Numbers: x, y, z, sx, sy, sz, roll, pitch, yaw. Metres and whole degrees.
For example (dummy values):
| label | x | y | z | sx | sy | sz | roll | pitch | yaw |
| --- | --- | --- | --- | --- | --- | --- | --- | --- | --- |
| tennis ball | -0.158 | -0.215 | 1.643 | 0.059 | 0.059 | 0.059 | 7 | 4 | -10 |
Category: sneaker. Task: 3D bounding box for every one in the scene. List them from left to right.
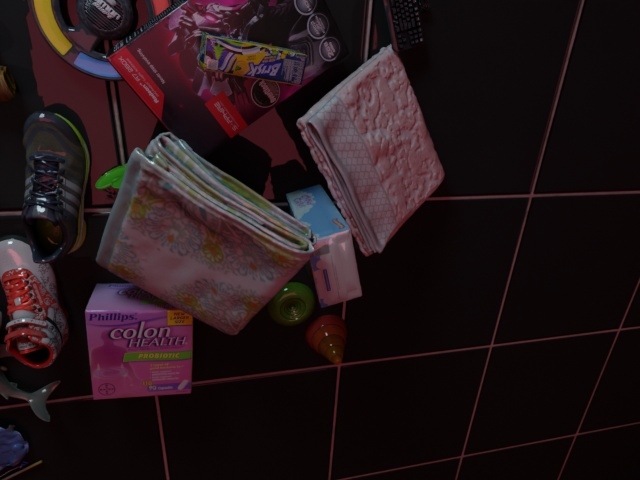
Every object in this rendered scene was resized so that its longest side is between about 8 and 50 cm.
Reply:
| label | x | y | z | sx | sy | sz | roll | pitch | yaw |
| --- | --- | --- | --- | --- | --- | --- | --- | --- | --- |
| sneaker | -0.596 | 0.131 | 0.879 | 0.090 | 0.145 | 0.269 | -12 | 117 | -9 |
| sneaker | -0.504 | -0.090 | 0.813 | 0.111 | 0.121 | 0.299 | 1 | 114 | -16 |

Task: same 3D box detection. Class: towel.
| label | x | y | z | sx | sy | sz | roll | pitch | yaw |
| --- | --- | --- | --- | --- | --- | --- | --- | --- | --- |
| towel | -0.222 | 0.020 | 0.786 | 0.321 | 0.090 | 0.374 | 35 | 133 | -10 |
| towel | 0.128 | -0.184 | 0.892 | 0.317 | 0.054 | 0.331 | -47 | 123 | -30 |

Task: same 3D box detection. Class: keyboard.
| label | x | y | z | sx | sy | sz | roll | pitch | yaw |
| --- | --- | --- | --- | --- | --- | --- | --- | --- | --- |
| keyboard | 0.171 | -0.478 | 0.851 | 0.108 | 0.023 | 0.180 | -26 | 114 | -22 |

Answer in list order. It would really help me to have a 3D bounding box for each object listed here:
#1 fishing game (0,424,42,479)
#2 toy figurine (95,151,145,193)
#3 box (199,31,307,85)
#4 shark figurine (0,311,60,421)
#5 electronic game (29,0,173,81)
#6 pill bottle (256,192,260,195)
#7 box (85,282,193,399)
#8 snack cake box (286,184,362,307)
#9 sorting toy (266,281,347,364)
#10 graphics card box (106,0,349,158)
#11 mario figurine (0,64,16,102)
| label | x | y | z | sx | sy | sz | roll | pitch | yaw |
| --- | --- | --- | --- | --- | --- | --- | --- | --- | --- |
| fishing game | -0.824 | 0.507 | 1.056 | 0.189 | 0.041 | 0.264 | -30 | 126 | 1 |
| toy figurine | -0.337 | -0.083 | 0.880 | 0.173 | 0.130 | 0.159 | -14 | 129 | 16 |
| box | -0.114 | -0.305 | 0.727 | 0.169 | 0.059 | 0.054 | 1 | 119 | -24 |
| shark figurine | -0.724 | 0.303 | 0.947 | 0.166 | 0.116 | 0.278 | -18 | 116 | -5 |
| electronic game | -0.372 | -0.397 | 0.746 | 0.230 | 0.048 | 0.229 | -6 | 115 | -12 |
| pill bottle | -0.195 | -0.017 | 0.938 | 0.108 | 0.108 | 0.193 | 19 | 108 | -22 |
| box | -0.404 | 0.230 | 0.993 | 0.214 | 0.117 | 0.242 | 2 | 113 | -16 |
| snack cake box | 0.000 | 0.000 | 0.909 | 0.089 | 0.264 | 0.152 | -16 | 117 | -6 |
| sorting toy | -0.047 | 0.201 | 1.071 | 0.127 | 0.126 | 0.365 | -41 | 118 | 6 |
| graphics card box | -0.157 | -0.341 | 0.782 | 0.371 | 0.094 | 0.232 | -36 | 127 | 0 |
| mario figurine | -0.675 | -0.230 | 0.670 | 0.321 | 0.170 | 0.197 | -25 | 84 | -11 |
